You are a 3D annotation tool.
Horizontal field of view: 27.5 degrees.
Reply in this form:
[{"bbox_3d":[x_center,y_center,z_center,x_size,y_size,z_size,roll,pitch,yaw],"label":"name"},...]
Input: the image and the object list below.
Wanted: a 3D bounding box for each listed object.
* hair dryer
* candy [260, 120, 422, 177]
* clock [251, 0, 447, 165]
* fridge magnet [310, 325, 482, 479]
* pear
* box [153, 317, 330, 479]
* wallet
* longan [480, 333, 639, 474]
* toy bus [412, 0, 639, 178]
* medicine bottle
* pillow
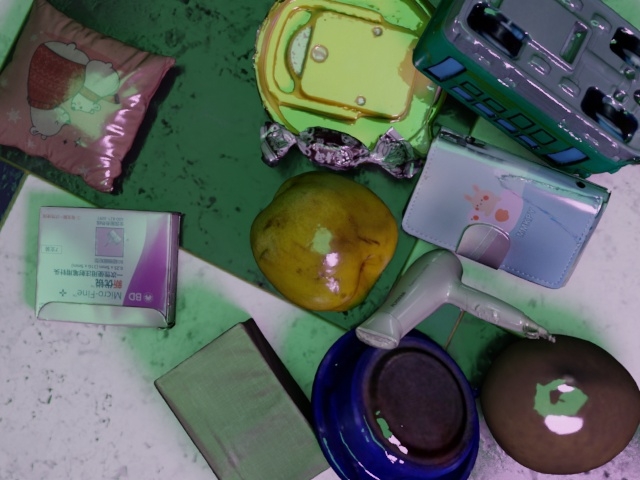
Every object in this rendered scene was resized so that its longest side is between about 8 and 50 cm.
[{"bbox_3d":[0.196,0.107,1.750,0.237,0.206,0.075,17,126,24],"label":"hair dryer"},{"bbox_3d":[0.026,-0.123,1.774,0.226,0.094,0.051,8,130,5],"label":"candy"},{"bbox_3d":[0.048,-0.245,1.851,0.293,0.071,0.277,20,89,-4],"label":"clock"},{"bbox_3d":[0.110,0.235,1.775,0.265,0.112,0.265,14,60,-25],"label":"fridge magnet"},{"bbox_3d":[0.000,0.000,1.798,0.200,0.200,0.200,0,89,3],"label":"pear"},{"bbox_3d":[-0.099,0.245,1.812,0.155,0.149,0.231,-35,87,2],"label":"box"},{"bbox_3d":[0.250,-0.044,1.799,0.250,0.075,0.176,21,127,1],"label":"wallet"},{"bbox_3d":[0.321,0.222,1.769,0.220,0.196,0.196,10,90,-12],"label":"longan"},{"bbox_3d":[0.296,-0.230,1.747,0.343,0.199,0.183,35,68,-12],"label":"toy bus"},{"bbox_3d":[-0.304,0.037,1.876,0.201,0.052,0.171,4,90,5],"label":"medicine bottle"},{"bbox_3d":[-0.354,-0.208,1.865,0.236,0.084,0.223,24,88,1],"label":"pillow"}]
